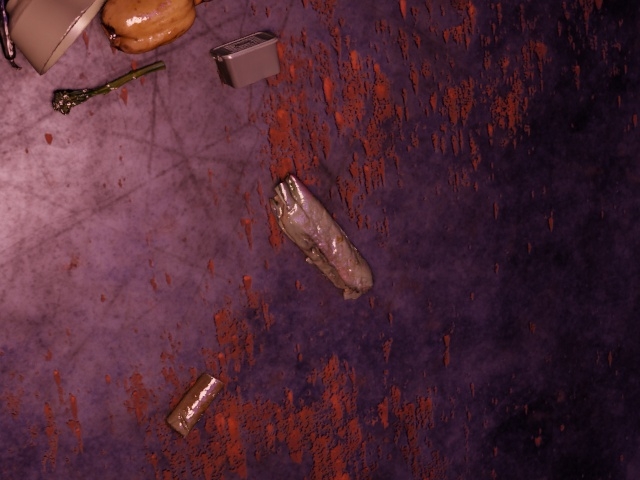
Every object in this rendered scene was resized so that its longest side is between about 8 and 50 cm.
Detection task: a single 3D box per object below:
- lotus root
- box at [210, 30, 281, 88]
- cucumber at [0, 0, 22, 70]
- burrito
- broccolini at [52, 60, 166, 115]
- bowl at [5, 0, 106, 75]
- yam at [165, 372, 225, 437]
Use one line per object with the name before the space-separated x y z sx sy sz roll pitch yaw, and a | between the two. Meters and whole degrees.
lotus root | -0.282 -0.404 1.820 0.221 0.125 0.118 -36 72 -21
box | -0.133 -0.331 1.927 0.122 0.084 0.069 -24 117 -18
cucumber | -0.525 -0.368 1.756 0.039 0.043 0.163 -33 125 -63
burrito | 0.003 -0.002 2.065 0.096 0.066 0.309 -47 116 -16
broccolini | -0.369 -0.270 1.847 0.218 0.042 0.044 -22 110 -22
bowl | -0.434 -0.384 1.712 0.112 0.211 0.211 41 82 -13
yam | -0.242 0.315 2.019 0.054 0.054 0.132 42 81 -26
